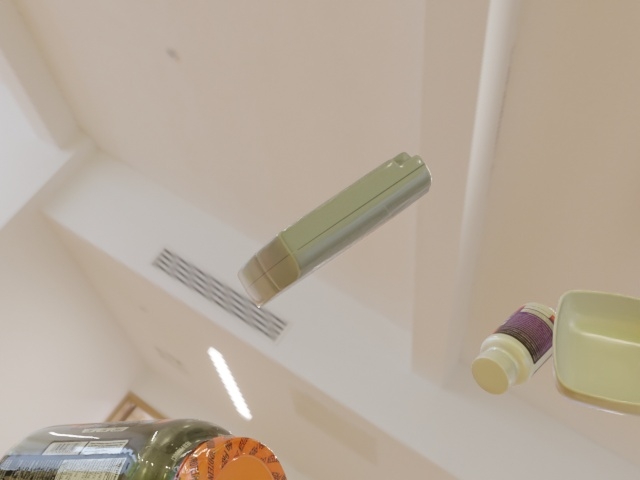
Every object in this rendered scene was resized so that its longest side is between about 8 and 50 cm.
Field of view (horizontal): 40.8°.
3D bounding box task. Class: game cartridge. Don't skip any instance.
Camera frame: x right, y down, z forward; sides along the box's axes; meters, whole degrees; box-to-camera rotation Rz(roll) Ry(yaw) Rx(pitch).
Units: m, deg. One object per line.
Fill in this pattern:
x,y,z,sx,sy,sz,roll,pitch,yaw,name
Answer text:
0.000,0.000,0.964,0.060,0.196,0.294,59,-13,3,game cartridge

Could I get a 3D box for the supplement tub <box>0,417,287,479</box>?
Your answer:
-0.212,0.311,0.988,0.338,0.207,0.207,-10,-49,36,supplement tub

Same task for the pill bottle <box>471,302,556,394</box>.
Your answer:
0.367,0.205,1.612,0.108,0.193,0.108,25,-50,33,pill bottle

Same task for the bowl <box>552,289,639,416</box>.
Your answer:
0.319,0.128,0.930,0.142,0.142,0.053,10,-41,8,bowl
